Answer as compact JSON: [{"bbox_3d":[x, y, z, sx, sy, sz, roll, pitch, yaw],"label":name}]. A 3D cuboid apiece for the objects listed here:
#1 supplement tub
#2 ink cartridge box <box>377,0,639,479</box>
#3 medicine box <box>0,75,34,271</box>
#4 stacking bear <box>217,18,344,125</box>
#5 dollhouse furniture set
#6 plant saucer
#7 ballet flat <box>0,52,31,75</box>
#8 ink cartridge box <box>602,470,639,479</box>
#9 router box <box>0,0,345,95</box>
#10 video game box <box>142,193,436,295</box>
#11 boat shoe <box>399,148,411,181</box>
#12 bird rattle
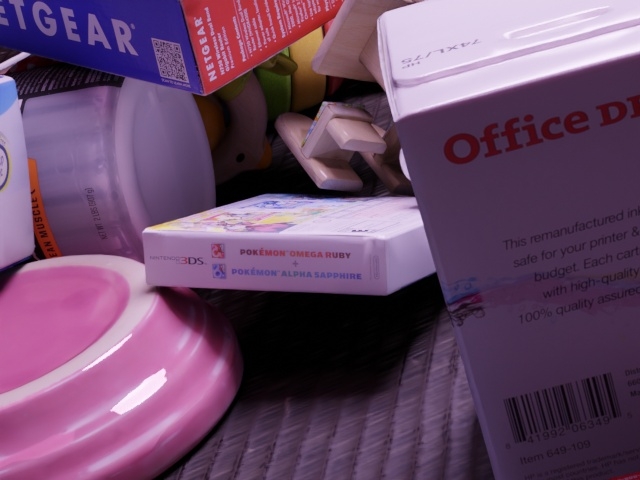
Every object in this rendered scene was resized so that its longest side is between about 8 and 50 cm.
[{"bbox_3d":[-0.263,-0.040,1.566,0.316,0.194,0.193,-9,24,21],"label":"supplement tub"},{"bbox_3d":[0.162,-0.006,1.074,0.198,0.270,0.197,-15,22,5],"label":"ink cartridge box"},{"bbox_3d":[-0.397,-0.028,1.367,0.289,0.149,0.263,-1,11,19],"label":"medicine box"},{"bbox_3d":[-0.035,-0.198,1.824,0.289,0.164,0.175,-8,32,-7],"label":"stacking bear"},{"bbox_3d":[0.093,-0.165,1.506,0.242,0.212,0.161,5,37,-40],"label":"dollhouse furniture set"},{"bbox_3d":[-0.223,0.102,1.349,0.332,0.084,0.332,-15,22,6],"label":"plant saucer"},{"bbox_3d":[-0.226,-0.165,1.946,0.400,0.139,0.139,-21,22,-6],"label":"ballet flat"},{"bbox_3d":[0.190,0.175,0.889,0.127,0.072,0.175,-14,22,6],"label":"ink cartridge box"},{"bbox_3d":[-0.110,-0.244,1.553,0.335,0.082,0.301,17,41,42],"label":"router box"},{"bbox_3d":[0.000,0.000,1.371,0.187,0.048,0.205,4,10,24],"label":"video game box"},{"bbox_3d":[0.204,-0.038,1.273,0.367,0.136,0.156,17,44,36],"label":"boat shoe"},{"bbox_3d":[-0.142,-0.123,1.661,0.253,0.207,0.143,-15,36,2],"label":"bird rattle"}]
